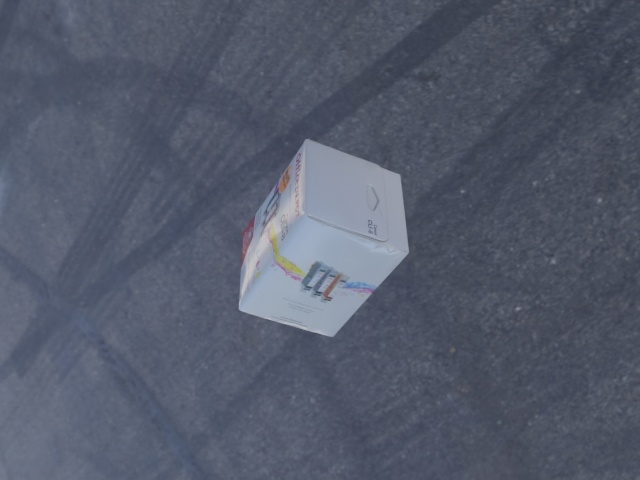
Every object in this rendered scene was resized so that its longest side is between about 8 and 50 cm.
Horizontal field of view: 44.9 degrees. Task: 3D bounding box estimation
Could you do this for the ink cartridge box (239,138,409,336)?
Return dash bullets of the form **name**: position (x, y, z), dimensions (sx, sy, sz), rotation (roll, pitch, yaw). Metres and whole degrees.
- **ink cartridge box**: position (0.000, 0.000, 0.883), dimensions (0.176, 0.127, 0.128), rotation (-52, 28, 40)
